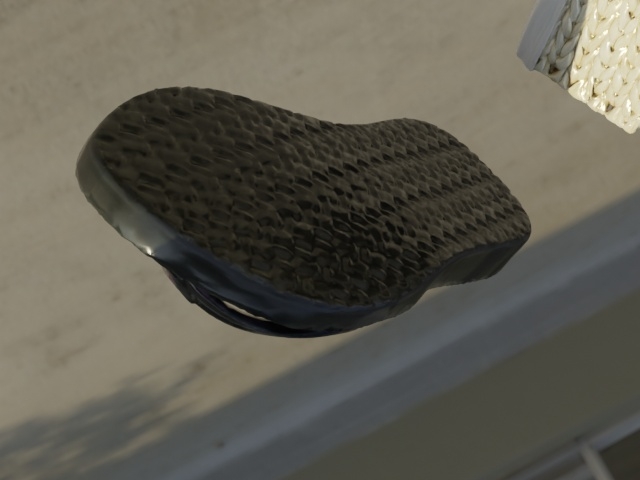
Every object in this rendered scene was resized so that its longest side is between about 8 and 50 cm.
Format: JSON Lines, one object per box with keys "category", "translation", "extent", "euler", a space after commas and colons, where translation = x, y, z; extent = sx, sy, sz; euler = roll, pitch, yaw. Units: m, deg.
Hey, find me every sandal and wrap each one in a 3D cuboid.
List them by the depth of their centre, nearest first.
{"category": "sandal", "translation": [0.002, 0.002, 0.929], "extent": [0.107, 0.167, 0.446], "euler": [-48, 158, 23]}

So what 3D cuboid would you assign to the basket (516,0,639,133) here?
{"category": "basket", "translation": [0.213, -0.164, 0.939], "extent": [0.113, 0.103, 0.167], "euler": [-44, 168, -26]}
